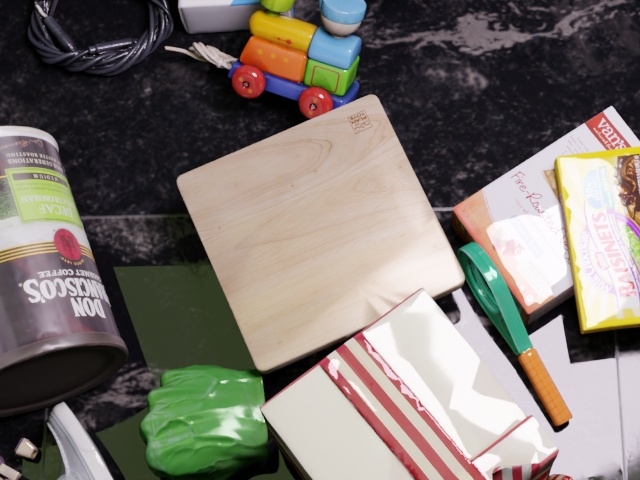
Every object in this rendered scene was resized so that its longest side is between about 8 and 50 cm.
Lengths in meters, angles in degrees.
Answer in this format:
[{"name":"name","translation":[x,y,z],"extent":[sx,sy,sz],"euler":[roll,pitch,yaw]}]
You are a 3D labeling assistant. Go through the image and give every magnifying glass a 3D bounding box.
[{"name":"magnifying glass","translation":[0.221,0.106,1.740],"extent":[0.026,0.092,0.231],"euler":[-29,83,-9]}]

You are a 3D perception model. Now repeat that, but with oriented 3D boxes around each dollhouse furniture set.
[{"name":"dollhouse furniture set","translation":[-0.388,0.244,1.713],"extent":[0.081,0.114,0.091],"euler":[26,78,16]}]

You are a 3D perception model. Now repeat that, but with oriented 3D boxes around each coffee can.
[{"name":"coffee can","translation":[-0.357,0.037,1.730],"extent":[0.201,0.201,0.275],"euler":[-21,72,-3]}]

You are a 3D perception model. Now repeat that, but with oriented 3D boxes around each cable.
[{"name":"cable","translation":[-0.277,-0.279,1.909],"extent":[0.184,0.047,0.151],"euler":[12,73,7]}]

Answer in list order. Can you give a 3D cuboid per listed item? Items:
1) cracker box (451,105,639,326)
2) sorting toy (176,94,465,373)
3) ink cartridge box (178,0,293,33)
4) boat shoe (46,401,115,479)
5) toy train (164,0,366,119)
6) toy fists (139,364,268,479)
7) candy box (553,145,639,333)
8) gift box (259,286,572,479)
[{"name":"cracker box","translation":[0.291,-0.029,1.781],"extent":[0.232,0.067,0.156],"euler":[-33,74,-8]},{"name":"sorting toy","translation":[0.000,0.000,1.778],"extent":[0.257,0.089,0.256],"euler":[-23,72,-4]},{"name":"ink cartridge box","translation":[-0.106,-0.365,1.907],"extent":[0.139,0.082,0.191],"euler":[-3,71,2]},{"name":"boat shoe","translation":[-0.266,0.293,1.705],"extent":[0.081,0.079,0.228],"euler":[-26,75,-10]},{"name":"toy train","translation":[-0.067,-0.252,1.823],"extent":[0.248,0.143,0.105],"euler":[19,34,10]},{"name":"toy fists","translation":[-0.128,0.274,1.697],"extent":[0.142,0.096,0.279],"euler":[-2,70,-8]},{"name":"candy box","translation":[0.332,-0.002,1.722],"extent":[0.105,0.027,0.206],"euler":[-8,76,2]},{"name":"gift box","translation":[0.093,0.236,1.605],"extent":[0.255,0.276,0.258],"euler":[-38,75,-3]}]
